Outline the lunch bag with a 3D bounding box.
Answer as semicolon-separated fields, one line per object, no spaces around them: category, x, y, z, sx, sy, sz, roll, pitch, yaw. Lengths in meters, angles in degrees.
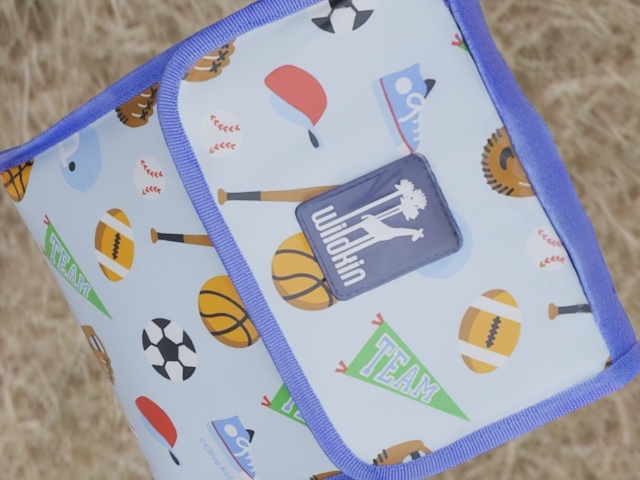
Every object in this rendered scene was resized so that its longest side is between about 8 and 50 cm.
lunch bag;0.000;0.000;1.338;0.385;0.239;0.327;-22;96;43
